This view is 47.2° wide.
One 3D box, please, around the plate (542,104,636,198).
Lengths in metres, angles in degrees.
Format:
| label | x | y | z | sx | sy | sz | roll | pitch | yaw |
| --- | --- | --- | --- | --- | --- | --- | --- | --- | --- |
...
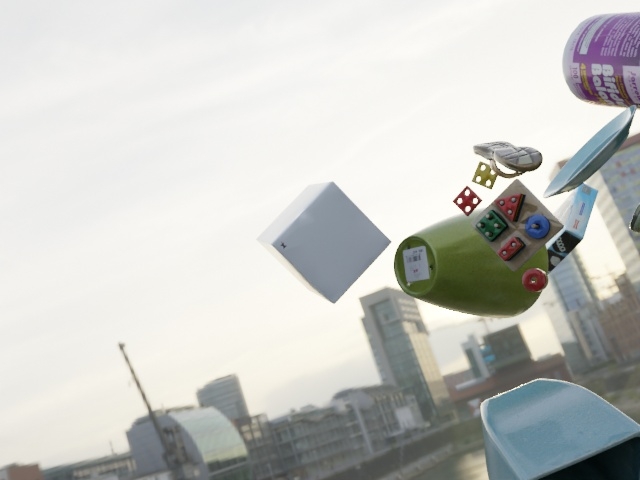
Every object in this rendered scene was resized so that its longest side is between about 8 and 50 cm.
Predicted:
| label | x | y | z | sx | sy | sz | roll | pitch | yaw |
| --- | --- | --- | --- | --- | --- | --- | --- | --- | --- |
| plate | 0.412 | -0.127 | 1.109 | 0.188 | 0.024 | 0.188 | -47 | -2 | -2 |

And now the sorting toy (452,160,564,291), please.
| label | x | y | z | sx | sy | sz | roll | pitch | yaw |
| --- | --- | --- | --- | --- | --- | --- | --- | --- | --- |
| sorting toy | 0.370 | -0.037 | 1.429 | 0.132 | 0.274 | 0.046 | -47 | -24 | 22 |

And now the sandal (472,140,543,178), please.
| label | x | y | z | sx | sy | sz | roll | pitch | yaw |
| --- | --- | --- | --- | --- | --- | --- | --- | --- | --- |
| sandal | 0.294 | -0.124 | 1.157 | 0.072 | 0.049 | 0.180 | -7 | 16 | -10 |

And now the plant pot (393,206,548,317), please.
| label | x | y | z | sx | sy | sz | roll | pitch | yaw |
| --- | --- | --- | --- | --- | --- | --- | --- | --- | --- |
| plant pot | 0.318 | 0.053 | 1.684 | 0.293 | 0.274 | 0.275 | -1 | -24 | -37 |

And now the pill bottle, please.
| label | x | y | z | sx | sy | sz | roll | pitch | yaw |
| --- | --- | --- | --- | --- | --- | --- | --- | --- | --- |
| pill bottle | 0.568 | -0.304 | 1.245 | 0.169 | 0.169 | 0.301 | -14 | 18 | -17 |

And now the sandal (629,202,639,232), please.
| label | x | y | z | sx | sy | sz | roll | pitch | yaw |
| --- | --- | --- | --- | --- | --- | --- | --- | --- | --- |
| sandal | 0.941 | -0.115 | 1.944 | 0.303 | 0.086 | 0.120 | -43 | -41 | -13 |

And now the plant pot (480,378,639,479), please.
| label | x | y | z | sx | sy | sz | roll | pitch | yaw |
| --- | --- | --- | --- | --- | --- | --- | --- | --- | --- |
| plant pot | 0.434 | 0.413 | 1.409 | 0.247 | 0.252 | 0.248 | -19 | -59 | -12 |

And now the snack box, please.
| label | x | y | z | sx | sy | sz | roll | pitch | yaw |
| --- | --- | --- | --- | --- | --- | --- | --- | --- | --- |
| snack box | 0.660 | -0.002 | 2.075 | 0.187 | 0.060 | 0.322 | -60 | -4 | -34 |

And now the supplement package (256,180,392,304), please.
| label | x | y | z | sx | sy | sz | roll | pitch | yaw |
| --- | --- | --- | --- | --- | --- | --- | --- | --- | --- |
| supplement package | 0.000 | 0.000 | 1.723 | 0.199 | 0.198 | 0.263 | -46 | 11 | -7 |
